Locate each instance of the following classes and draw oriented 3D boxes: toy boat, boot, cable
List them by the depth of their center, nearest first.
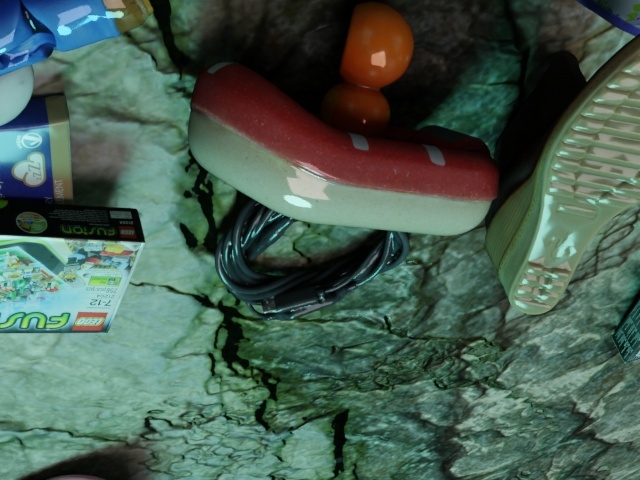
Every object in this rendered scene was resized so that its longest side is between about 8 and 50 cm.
[{"bbox_3d":[0.023,-0.093,0.634,0.231,0.151,0.151,5,104,-30],"label":"toy boat"},{"bbox_3d":[0.185,-0.090,0.647,0.090,0.207,0.248,18,130,-8],"label":"boot"},{"bbox_3d":[0.000,0.000,0.788,0.184,0.047,0.150,-19,136,1],"label":"cable"}]

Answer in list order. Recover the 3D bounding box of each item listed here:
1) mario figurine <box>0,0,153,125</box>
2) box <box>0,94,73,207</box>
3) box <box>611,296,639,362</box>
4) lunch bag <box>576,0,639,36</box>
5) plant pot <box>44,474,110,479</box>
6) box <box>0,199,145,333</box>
[{"bbox_3d":[-0.267,-0.123,0.479,0.320,0.170,0.198,-27,110,-3],"label":"mario figurine"},{"bbox_3d":[-0.288,-0.033,0.618,0.225,0.036,0.136,-6,139,-17],"label":"box"},{"bbox_3d":[0.459,0.069,1.052,0.184,0.045,0.191,-16,151,-11],"label":"box"},{"bbox_3d":[0.242,-0.207,0.609,0.151,0.096,0.129,22,127,-27],"label":"lunch bag"},{"bbox_3d":[-0.251,0.373,0.997,0.201,0.201,0.180,-21,157,-1],"label":"plant pot"},{"bbox_3d":[-0.242,0.020,0.642,0.207,0.036,0.114,3,137,-29],"label":"box"}]
